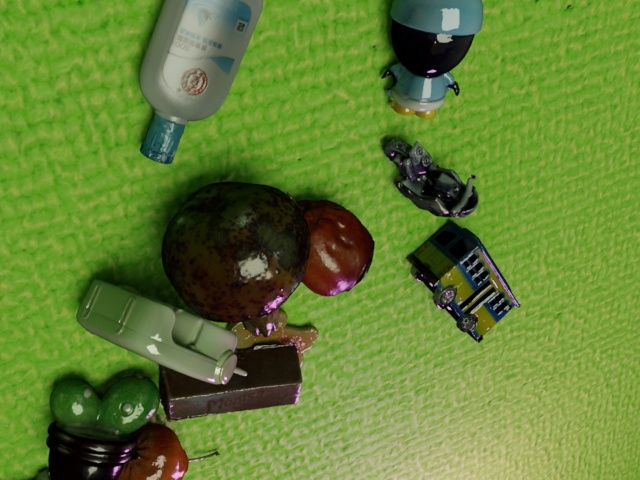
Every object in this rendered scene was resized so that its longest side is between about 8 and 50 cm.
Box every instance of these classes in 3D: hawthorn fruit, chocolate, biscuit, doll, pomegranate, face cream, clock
[{"bbox_3d":[0.000,0.000,1.414,0.189,0.189,0.251,-41,125,-2],"label":"hawthorn fruit"},{"bbox_3d":[-0.189,0.315,1.514,0.321,0.112,0.112,-4,128,-19],"label":"chocolate"},{"bbox_3d":[-0.347,0.502,1.572,0.165,0.165,0.285,-49,152,5],"label":"hawthorn fruit"},{"bbox_3d":[-0.114,0.226,1.581,0.234,0.030,0.153,21,105,-36],"label":"biscuit"},{"bbox_3d":[0.213,-0.391,1.335,0.177,0.141,0.314,10,129,-1],"label":"doll"},{"bbox_3d":[-0.145,0.059,1.300,0.285,0.285,0.341,-28,131,-12],"label":"pomegranate"},{"bbox_3d":[-0.226,-0.294,1.181,0.163,0.080,0.337,15,109,-35],"label":"face cream"},{"bbox_3d":[-0.286,0.186,1.329,0.324,0.265,0.109,34,73,-45],"label":"clock"}]

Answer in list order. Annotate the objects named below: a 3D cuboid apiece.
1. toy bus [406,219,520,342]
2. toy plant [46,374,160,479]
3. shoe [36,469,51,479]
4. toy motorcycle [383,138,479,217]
[{"bbox_3d":[0.358,0.106,1.704,0.175,0.138,0.288,-42,129,0],"label":"toy bus"},{"bbox_3d":[-0.453,0.383,1.408,0.218,0.175,0.235,15,85,-26],"label":"toy plant"},{"bbox_3d":[-0.620,0.562,1.444,0.293,0.109,0.149,-40,135,3],"label":"shoe"},{"bbox_3d":[0.250,-0.127,1.499,0.270,0.159,0.106,44,70,-41],"label":"toy motorcycle"}]
